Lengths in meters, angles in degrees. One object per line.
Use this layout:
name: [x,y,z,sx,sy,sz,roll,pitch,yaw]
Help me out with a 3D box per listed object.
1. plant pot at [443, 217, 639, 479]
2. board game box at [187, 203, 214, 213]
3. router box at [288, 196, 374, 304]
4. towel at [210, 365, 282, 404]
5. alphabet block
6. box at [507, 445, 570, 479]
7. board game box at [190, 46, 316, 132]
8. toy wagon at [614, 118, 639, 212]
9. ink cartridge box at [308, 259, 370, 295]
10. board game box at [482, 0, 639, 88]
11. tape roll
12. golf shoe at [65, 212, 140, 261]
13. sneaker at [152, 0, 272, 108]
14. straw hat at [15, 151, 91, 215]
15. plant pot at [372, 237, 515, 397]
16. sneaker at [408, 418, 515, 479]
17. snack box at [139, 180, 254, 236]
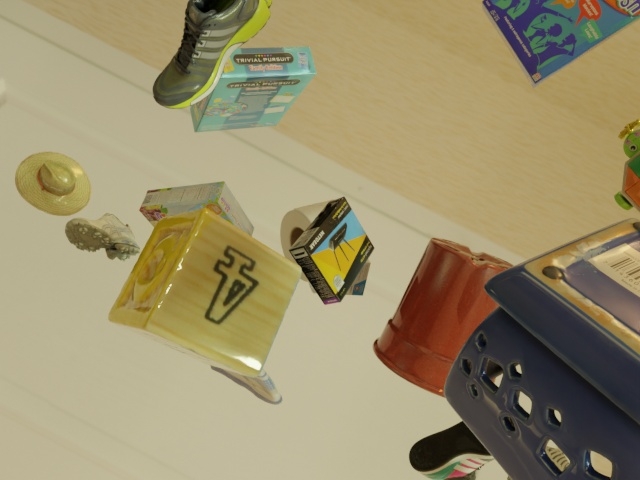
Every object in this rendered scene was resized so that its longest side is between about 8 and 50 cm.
plant pot: [0.287,0.121,0.500,0.235,0.236,0.212,-18,130,-22]
board game box: [-0.197,0.049,1.063,0.039,0.160,0.212,-33,139,-35]
router box: [0.027,0.017,1.010,0.046,0.133,0.179,-16,-155,39]
towel: [-0.194,0.239,1.071,0.034,0.209,0.285,-54,149,-26]
alphabet block: [-0.182,0.084,0.827,0.192,0.197,0.193,-8,-125,52]
box: [0.463,0.528,1.022,0.275,0.094,0.113,-77,-179,-74]
board game box: [-0.192,-0.396,1.392,0.336,0.253,0.079,-27,-105,65]
toy wagon: [0.876,-0.161,1.306,0.068,0.344,0.267,-14,153,-42]
ink cartridge box: [0.041,0.074,1.179,0.052,0.122,0.089,-117,-146,-63]
board game box: [0.385,-0.366,0.805,0.210,0.160,0.047,-33,175,18]
tape roll: [0.000,0.000,1.732,0.169,0.246,0.246,-15,148,-33]
golf shoe: [-0.436,-0.020,1.033,0.069,0.086,0.176,-23,156,10]
sneaker: [-0.225,-0.383,0.980,0.300,0.111,0.121,-51,160,5]
straw hat: [-0.518,-0.124,1.028,0.061,0.144,0.144,-29,-154,51]
plant pot: [0.279,0.150,1.088,0.272,0.272,0.265,-56,165,-79]
sneaker: [0.396,0.556,1.352,0.295,0.178,0.124,-23,-135,16]
snack box: [-0.287,-0.050,1.228,0.174,0.207,0.070,62,28,-48]
